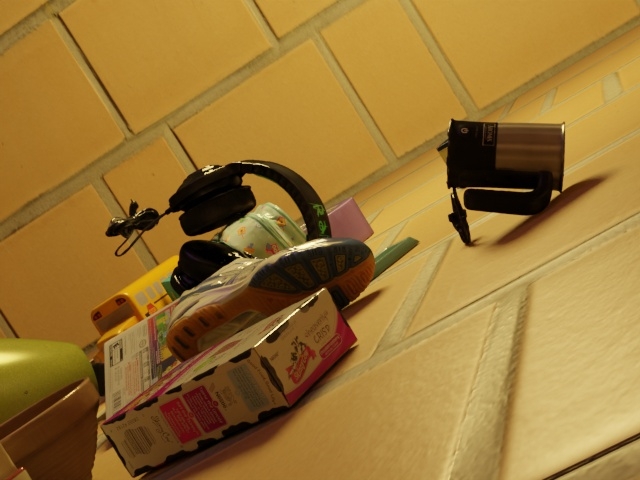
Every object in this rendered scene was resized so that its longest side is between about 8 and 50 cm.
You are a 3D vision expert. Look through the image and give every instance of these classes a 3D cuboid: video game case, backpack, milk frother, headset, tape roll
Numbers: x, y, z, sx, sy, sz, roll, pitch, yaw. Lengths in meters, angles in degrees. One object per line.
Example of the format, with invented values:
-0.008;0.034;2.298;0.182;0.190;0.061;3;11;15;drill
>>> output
-0.221;0.166;1.659;0.183;0.023;0.201;-31;33;10;video game case
-0.091;0.024;2.018;0.144;0.166;0.188;-42;8;-5;backpack
0.217;-0.067;1.407;0.135;0.129;0.143;3;-22;10;milk frother
-0.159;-0.009;1.883;0.394;0.243;0.185;4;10;23;headset
0.000;0.000;2.231;0.189;0.080;0.189;-31;3;2;tape roll

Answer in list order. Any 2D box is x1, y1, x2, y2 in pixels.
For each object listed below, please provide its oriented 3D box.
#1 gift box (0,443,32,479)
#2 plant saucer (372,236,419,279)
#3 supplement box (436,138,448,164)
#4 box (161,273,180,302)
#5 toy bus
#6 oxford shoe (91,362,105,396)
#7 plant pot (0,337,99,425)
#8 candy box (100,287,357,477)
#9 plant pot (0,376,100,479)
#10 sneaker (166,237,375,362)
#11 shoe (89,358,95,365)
-0.454;0.268;1.160;0.276;0.258;0.255;-29;4;40;gift box
0.063;0.046;1.664;0.192;0.018;0.067;-34;5;-42;plant saucer
0.255;-0.147;2.059;0.056;0.083;0.083;-29;5;31;supplement box
-0.203;0.097;2.218;0.060;0.100;0.244;-38;14;-28;box
-0.340;0.143;2.321;0.108;0.130;0.333;-30;5;23;toy bus
-0.311;0.230;1.929;0.076;0.076;0.212;10;-5;-26;oxford shoe
-0.512;0.262;1.882;0.294;0.274;0.275;-16;-6;-37;plant pot
-0.094;0.148;1.237;0.233;0.071;0.159;-30;4;34;candy box
-0.346;0.268;1.397;0.237;0.109;0.237;-33;4;2;plant pot
-0.072;0.053;1.563;0.296;0.112;0.131;-23;29;10;sneaker
-0.451;0.264;2.370;0.219;0.058;0.076;-39;9;4;shoe
